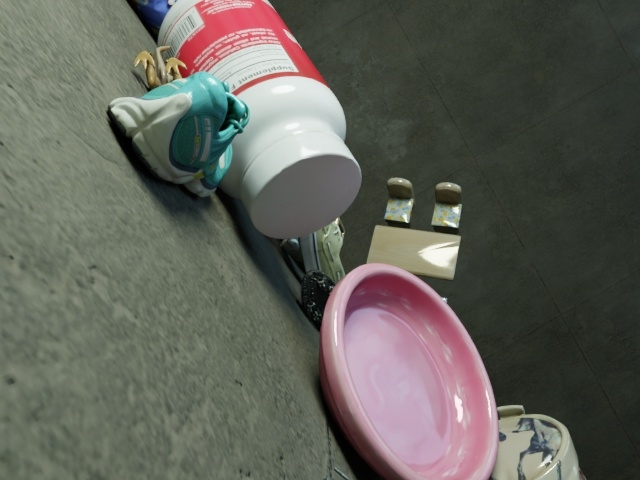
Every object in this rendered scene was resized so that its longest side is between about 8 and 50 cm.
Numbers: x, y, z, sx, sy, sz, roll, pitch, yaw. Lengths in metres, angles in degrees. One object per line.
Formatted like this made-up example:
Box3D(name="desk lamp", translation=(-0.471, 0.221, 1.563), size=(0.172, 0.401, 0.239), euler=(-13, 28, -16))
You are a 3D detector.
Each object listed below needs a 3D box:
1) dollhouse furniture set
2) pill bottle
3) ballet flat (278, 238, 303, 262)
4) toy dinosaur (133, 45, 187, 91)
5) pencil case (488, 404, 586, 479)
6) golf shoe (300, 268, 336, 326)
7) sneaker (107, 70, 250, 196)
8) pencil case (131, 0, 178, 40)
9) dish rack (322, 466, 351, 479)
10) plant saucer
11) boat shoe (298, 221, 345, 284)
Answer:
Box3D(name="dollhouse furniture set", translation=(0.143, 0.004, 1.377), size=(0.256, 0.393, 0.363), euler=(58, 44, -62))
Box3D(name="pill bottle", translation=(-0.101, -0.210, 0.878), size=(0.408, 0.228, 0.229), euler=(61, 2, 31))
Box3D(name="ballet flat", translation=(-0.084, -0.013, 1.243), size=(0.168, 0.057, 0.052), euler=(56, 30, -6))
Box3D(name="toy dinosaur", translation=(-0.217, -0.219, 0.755), size=(0.112, 0.064, 0.212), euler=(108, -36, -67))
Box3D(name="pencil case", translation=(0.386, 0.463, 0.850), size=(0.411, 0.159, 0.183), euler=(59, 18, -7))
Box3D(name="golf shoe", translation=(-0.005, 0.113, 1.051), size=(0.094, 0.077, 0.198), euler=(47, -15, 43))
Box3D(name="sneaker", translation=(-0.124, -0.115, 0.595), size=(0.107, 0.109, 0.275), euler=(60, 1, -6))
Box3D(name="pencil case", translation=(-0.281, -0.434, 1.137), size=(0.133, 0.119, 0.306), euler=(23, -24, 39))
Box3D(name="dish rack", translation=(0.106, 0.304, 0.449), size=(0.271, 0.074, 0.208), euler=(49, 6, -30))
Box3D(name="plant saucer", translation=(0.117, 0.195, 0.772), size=(0.332, 0.084, 0.333), euler=(28, 43, -30))
Box3D(name="boat shoe", translation=(0.000, 0.000, 1.179), size=(0.109, 0.093, 0.303), euler=(-107, -175, -52))
